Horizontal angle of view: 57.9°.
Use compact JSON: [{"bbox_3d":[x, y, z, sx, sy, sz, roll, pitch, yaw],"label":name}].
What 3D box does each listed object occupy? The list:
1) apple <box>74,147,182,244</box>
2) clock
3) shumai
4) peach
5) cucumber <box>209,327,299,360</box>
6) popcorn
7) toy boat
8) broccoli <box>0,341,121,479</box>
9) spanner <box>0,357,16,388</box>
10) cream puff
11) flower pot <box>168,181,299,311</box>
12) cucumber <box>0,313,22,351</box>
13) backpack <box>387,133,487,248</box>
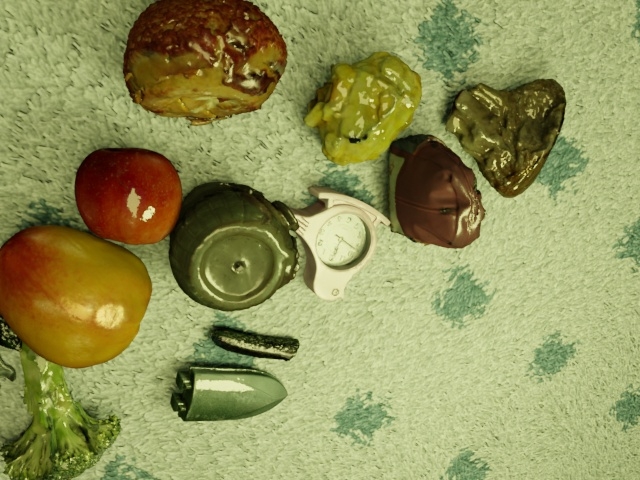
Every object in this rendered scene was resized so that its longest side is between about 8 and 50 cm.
[{"bbox_3d":[-0.404,-0.097,1.230,0.218,0.218,0.201,5,97,-22],"label":"apple"},{"bbox_3d":[0.000,0.000,1.491,0.290,0.080,0.275,24,96,-25],"label":"clock"},{"bbox_3d":[0.484,-0.299,1.568,0.283,0.217,0.346,18,85,7],"label":"shumai"},{"bbox_3d":[-0.528,0.113,1.214,0.308,0.289,0.289,18,99,-33],"label":"peach"},{"bbox_3d":[-0.177,0.274,1.520,0.245,0.067,0.067,13,101,-22],"label":"cucumber"},{"bbox_3d":[0.101,-0.309,1.364,0.252,0.215,0.286,33,96,-32],"label":"popcorn"},{"bbox_3d":[-0.227,0.402,1.526,0.319,0.092,0.141,10,102,-30],"label":"toy boat"},{"bbox_3d":[-0.598,0.379,1.332,0.252,0.221,0.361,14,103,12],"label":"broccoli"},{"bbox_3d":[-0.768,0.206,1.296,0.071,0.017,0.302,-19,113,-15],"label":"spanner"},{"bbox_3d":[-0.231,-0.374,1.158,0.350,0.350,0.229,-3,88,-20],"label":"cream puff"},{"bbox_3d":[-0.195,0.011,1.333,0.301,0.213,0.302,-9,117,-19],"label":"flower pot"},{"bbox_3d":[-0.722,0.113,1.224,0.072,0.072,0.300,-29,102,-10],"label":"cucumber"},{"bbox_3d":[0.295,-0.114,1.437,0.197,0.317,0.283,-15,110,-18],"label":"backpack"}]
